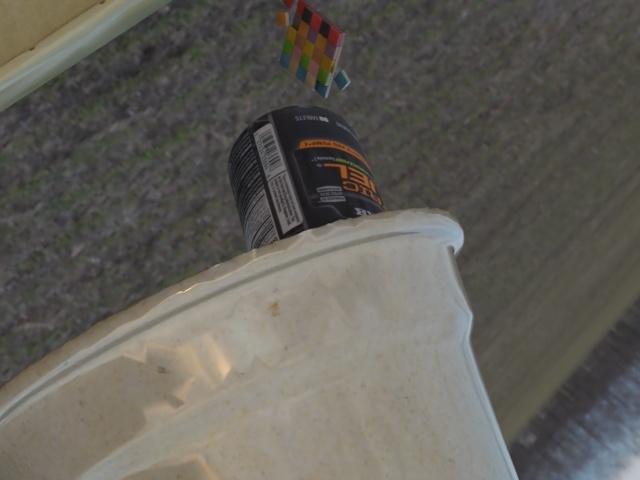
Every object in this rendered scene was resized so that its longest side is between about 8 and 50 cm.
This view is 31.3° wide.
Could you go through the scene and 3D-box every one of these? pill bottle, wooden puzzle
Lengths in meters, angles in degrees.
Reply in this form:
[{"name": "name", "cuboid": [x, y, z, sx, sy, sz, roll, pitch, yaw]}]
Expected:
[{"name": "pill bottle", "cuboid": [0.000, 0.000, 1.001, 0.130, 0.246, 0.130, -9, 133, -9]}, {"name": "wooden puzzle", "cuboid": [-0.007, -0.130, 0.770, 0.006, 0.083, 0.049, -14, 135, -39]}]

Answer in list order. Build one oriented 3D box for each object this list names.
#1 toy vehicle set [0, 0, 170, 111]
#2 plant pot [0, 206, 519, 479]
[{"name": "toy vehicle set", "cuboid": [-0.183, -0.225, 0.628, 0.166, 0.267, 0.035, -30, 173, 10]}, {"name": "plant pot", "cuboid": [0.003, 0.193, 0.671, 0.334, 0.305, 0.334, -25, 165, -7]}]
